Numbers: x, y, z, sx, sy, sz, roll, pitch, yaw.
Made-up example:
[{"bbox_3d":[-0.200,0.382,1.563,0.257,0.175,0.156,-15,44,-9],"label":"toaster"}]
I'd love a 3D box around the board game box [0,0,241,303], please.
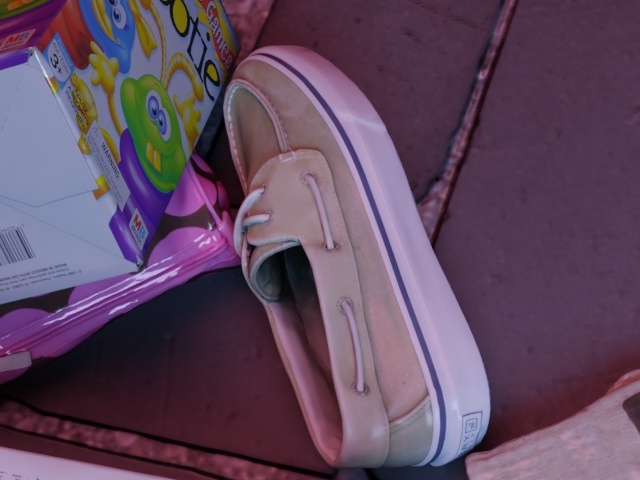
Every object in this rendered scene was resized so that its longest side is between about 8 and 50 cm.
[{"bbox_3d":[-0.162,-0.097,1.059,0.144,0.142,0.275,-14,28,18],"label":"board game box"}]

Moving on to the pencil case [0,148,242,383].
[{"bbox_3d":[-0.146,0.023,1.085,0.209,0.095,0.098,-30,25,-7],"label":"pencil case"}]

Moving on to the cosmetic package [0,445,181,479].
[{"bbox_3d":[-0.119,0.216,0.874,0.385,0.217,0.156,7,59,15],"label":"cosmetic package"}]

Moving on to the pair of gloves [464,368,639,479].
[{"bbox_3d":[0.211,0.169,0.935,0.204,0.042,0.240,-26,57,-9],"label":"pair of gloves"}]

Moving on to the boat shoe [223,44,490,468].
[{"bbox_3d":[0.000,0.000,1.041,0.094,0.109,0.302,-6,51,-29],"label":"boat shoe"}]
